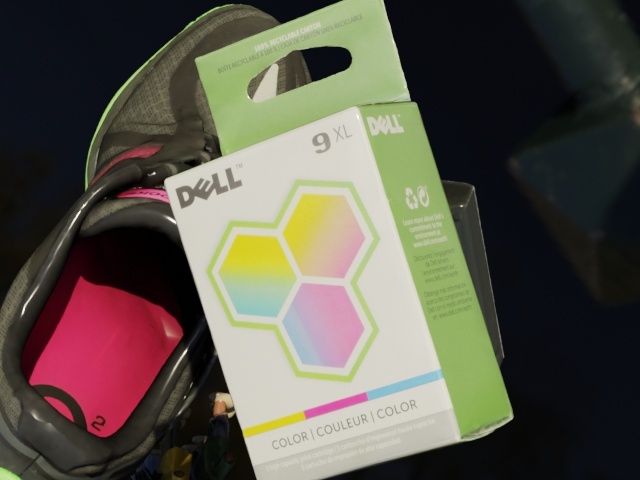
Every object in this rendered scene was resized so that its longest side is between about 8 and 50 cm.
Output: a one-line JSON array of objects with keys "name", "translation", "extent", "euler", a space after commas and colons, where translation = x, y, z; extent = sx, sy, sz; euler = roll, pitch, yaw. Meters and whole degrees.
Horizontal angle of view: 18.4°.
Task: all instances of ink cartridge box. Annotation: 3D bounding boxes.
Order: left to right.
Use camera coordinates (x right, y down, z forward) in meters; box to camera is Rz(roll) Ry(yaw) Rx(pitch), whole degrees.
[{"name": "ink cartridge box", "translation": [0.000, 0.000, 0.899], "extent": [0.109, 0.062, 0.209], "euler": [-19, 86, 30]}]

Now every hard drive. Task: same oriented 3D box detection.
[{"name": "hard drive", "translation": [0.046, 0.019, 1.081], "extent": [0.094, 0.022, 0.135], "euler": [7, 138, 21]}]

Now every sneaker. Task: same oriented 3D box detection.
[{"name": "sneaker", "translation": [-0.103, 0.011, 1.398], "extent": [0.185, 0.483, 0.202], "euler": [35, 143, -14]}]

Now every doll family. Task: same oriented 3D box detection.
[{"name": "doll family", "translation": [-0.112, 0.196, 1.505], "extent": [0.076, 0.111, 0.193], "euler": [7, 150, -9]}]
